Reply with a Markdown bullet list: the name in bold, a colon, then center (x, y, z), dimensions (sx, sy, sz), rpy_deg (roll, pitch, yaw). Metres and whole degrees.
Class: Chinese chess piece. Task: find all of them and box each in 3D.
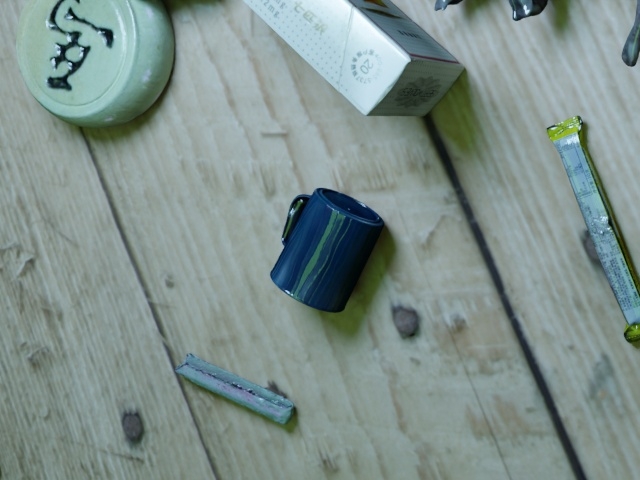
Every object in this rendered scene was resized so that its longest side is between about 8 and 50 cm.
- **Chinese chess piece**: center (-0.343, -0.296, 1.445), dimensions (0.250, 0.101, 0.250), rpy_deg (3, 96, 25)

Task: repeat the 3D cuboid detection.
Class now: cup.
- **cup**: center (-0.003, 0.002, 1.312), dimensions (0.150, 0.113, 0.138), rpy_deg (32, 107, 17)

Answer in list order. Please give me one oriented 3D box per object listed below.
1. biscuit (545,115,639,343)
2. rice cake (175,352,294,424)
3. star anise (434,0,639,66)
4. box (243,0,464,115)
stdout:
- **biscuit**: center (0.351, -0.013, 1.190), dimensions (0.048, 0.026, 0.291), rpy_deg (-21, 86, 30)
- **rice cake**: center (-0.130, 0.222, 1.444), dimensions (0.208, 0.033, 0.033), rpy_deg (21, 114, 23)
- **star anise**: center (0.240, -0.385, 1.151), dimensions (0.316, 0.139, 0.359), rpy_deg (6, 109, 40)
- **box**: center (0.011, -0.296, 1.216), dimensions (0.330, 0.210, 0.095), rpy_deg (47, 114, 14)
